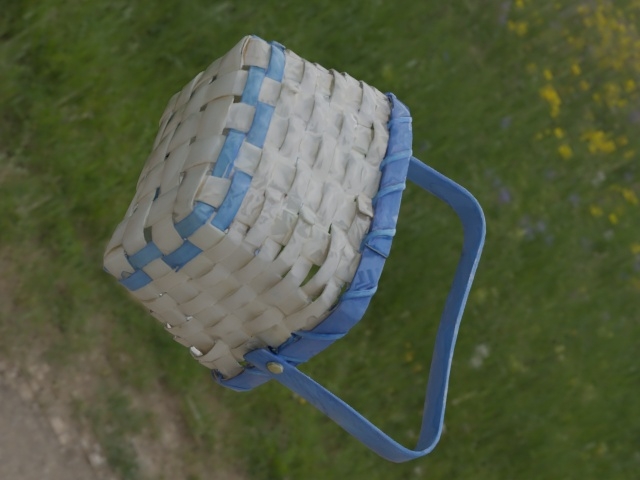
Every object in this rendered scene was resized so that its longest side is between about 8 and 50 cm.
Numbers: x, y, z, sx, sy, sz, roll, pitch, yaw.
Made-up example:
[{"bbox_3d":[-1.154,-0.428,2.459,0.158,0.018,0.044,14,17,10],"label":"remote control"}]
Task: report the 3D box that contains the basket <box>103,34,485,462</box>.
[{"bbox_3d":[0.000,0.000,1.089,0.289,0.201,0.254,33,50,-19],"label":"basket"}]
